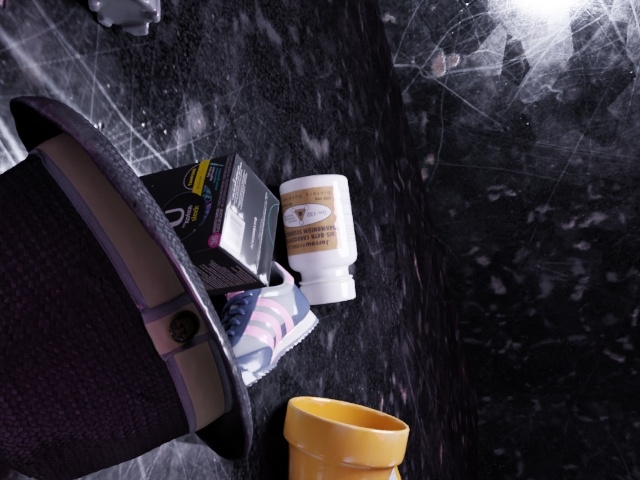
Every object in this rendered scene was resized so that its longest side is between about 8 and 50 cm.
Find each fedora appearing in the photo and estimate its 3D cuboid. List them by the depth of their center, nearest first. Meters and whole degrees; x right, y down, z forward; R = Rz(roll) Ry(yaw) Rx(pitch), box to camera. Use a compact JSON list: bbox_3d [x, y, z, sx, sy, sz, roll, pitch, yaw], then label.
[{"bbox_3d":[-0.196,0.069,0.403,0.152,0.334,0.334,-32,117,-29],"label":"fedora"}]

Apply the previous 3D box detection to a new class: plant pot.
[{"bbox_3d":[0.028,0.377,0.862,0.205,0.205,0.188,27,73,-63],"label":"plant pot"}]

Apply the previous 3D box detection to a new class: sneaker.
[{"bbox_3d":[-0.112,0.123,0.735,0.131,0.112,0.319,63,21,-2],"label":"sneaker"}]

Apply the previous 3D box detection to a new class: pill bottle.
[{"bbox_3d":[0.000,0.000,0.986,0.131,0.131,0.230,-2,84,-68],"label":"pill bottle"}]

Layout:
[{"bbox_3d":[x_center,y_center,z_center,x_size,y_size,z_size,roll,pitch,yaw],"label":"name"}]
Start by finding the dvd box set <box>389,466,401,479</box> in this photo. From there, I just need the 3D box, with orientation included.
[{"bbox_3d":[0.160,0.687,1.099,0.307,0.062,0.421,-16,87,-73],"label":"dvd box set"}]

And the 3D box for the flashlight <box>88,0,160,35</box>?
[{"bbox_3d":[-0.236,-0.410,0.605,0.103,0.103,0.305,2,81,-41],"label":"flashlight"}]

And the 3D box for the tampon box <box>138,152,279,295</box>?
[{"bbox_3d":[-0.145,-0.009,0.594,0.101,0.160,0.121,50,36,-51],"label":"tampon box"}]
